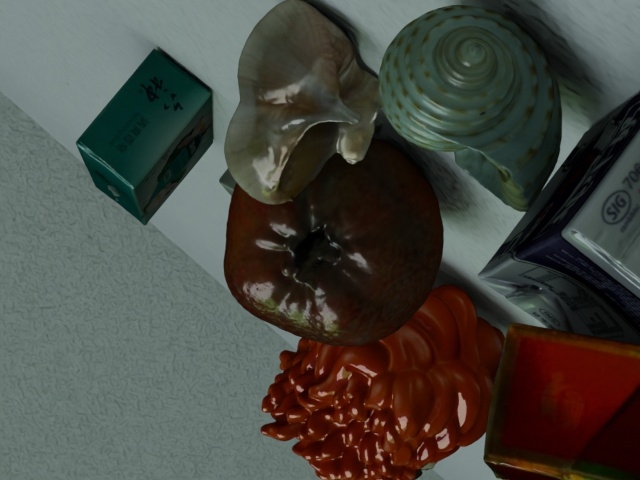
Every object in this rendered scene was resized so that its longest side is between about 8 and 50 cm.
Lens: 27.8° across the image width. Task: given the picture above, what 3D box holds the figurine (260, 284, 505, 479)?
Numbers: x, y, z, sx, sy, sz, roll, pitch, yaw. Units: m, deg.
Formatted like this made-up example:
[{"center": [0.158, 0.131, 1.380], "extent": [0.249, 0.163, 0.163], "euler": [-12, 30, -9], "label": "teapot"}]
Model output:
[{"center": [0.105, 0.199, 1.605], "extent": [0.306, 0.241, 0.412], "euler": [-12, 156, 18], "label": "figurine"}]

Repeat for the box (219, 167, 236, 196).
[{"center": [0.000, 0.000, 1.630], "extent": [0.168, 0.071, 0.259], "euler": [28, 166, 44], "label": "box"}]

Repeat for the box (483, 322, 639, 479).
[{"center": [0.261, 0.134, 0.775], "extent": [0.313, 0.089, 0.197], "euler": [11, 170, 13], "label": "box"}]

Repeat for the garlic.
[{"center": [-0.020, -0.108, 1.072], "extent": [0.124, 0.174, 0.099], "euler": [27, -160, 10], "label": "garlic"}]

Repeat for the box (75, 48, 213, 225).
[{"center": [-0.214, -0.122, 1.613], "extent": [0.092, 0.153, 0.245], "euler": [38, 171, 2], "label": "box"}]

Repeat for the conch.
[{"center": [0.106, -0.086, 0.831], "extent": [0.135, 0.102, 0.153], "euler": [53, -168, 17], "label": "conch"}]

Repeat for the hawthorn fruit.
[{"center": [0.017, -0.006, 1.248], "extent": [0.210, 0.210, 0.262], "euler": [38, -172, 2], "label": "hawthorn fruit"}]

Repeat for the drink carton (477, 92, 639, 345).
[{"center": [0.192, -0.011, 0.776], "extent": [0.102, 0.134, 0.222], "euler": [36, 170, 0], "label": "drink carton"}]
